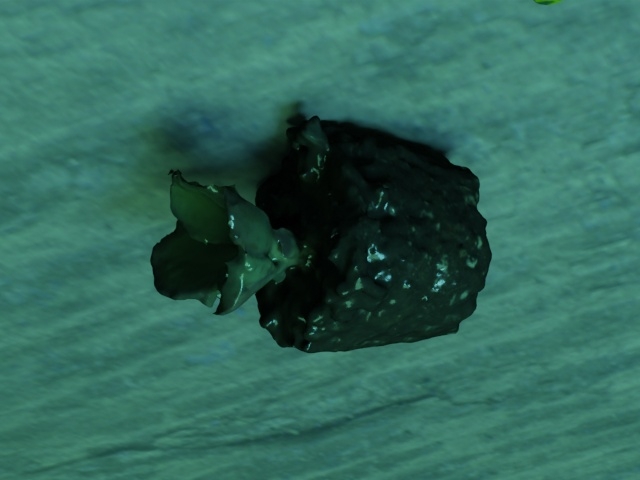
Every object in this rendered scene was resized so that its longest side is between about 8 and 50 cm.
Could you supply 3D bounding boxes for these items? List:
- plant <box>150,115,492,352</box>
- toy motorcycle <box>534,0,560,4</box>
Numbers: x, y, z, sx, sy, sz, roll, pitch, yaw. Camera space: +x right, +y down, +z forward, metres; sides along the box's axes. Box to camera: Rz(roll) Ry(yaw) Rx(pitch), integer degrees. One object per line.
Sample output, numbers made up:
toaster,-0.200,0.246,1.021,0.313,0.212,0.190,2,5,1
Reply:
plant,0.000,0.000,1.154,0.203,0.131,0.142,2,153,-35
toy motorcycle,0.171,-0.210,0.779,0.142,0.206,0.342,-32,169,-21
